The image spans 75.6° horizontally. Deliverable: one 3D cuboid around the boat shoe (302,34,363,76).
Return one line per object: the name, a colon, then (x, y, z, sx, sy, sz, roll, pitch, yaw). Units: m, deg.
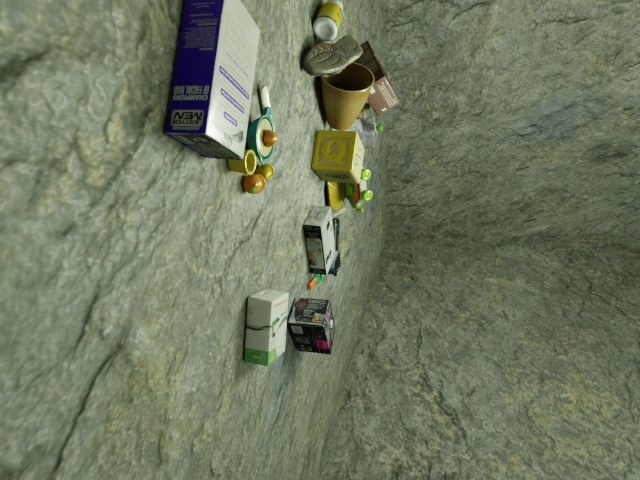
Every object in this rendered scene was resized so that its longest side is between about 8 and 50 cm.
boat shoe: (0.044, -0.737, 1.715, 0.355, 0.132, 0.130, -38, 180, -40)

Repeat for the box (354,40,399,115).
box: (0.271, -0.853, 2.159, 0.191, 0.143, 0.381, 42, 30, -46)

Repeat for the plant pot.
plant pot: (0.103, -0.642, 1.890, 0.254, 0.237, 0.237, 101, 7, -52)

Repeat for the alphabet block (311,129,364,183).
alphabet block: (0.085, -0.384, 1.911, 0.197, 0.193, 0.192, 34, 62, -72)

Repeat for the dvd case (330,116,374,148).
dvd case: (0.165, -0.536, 2.099, 0.018, 0.221, 0.164, -98, -179, -52)

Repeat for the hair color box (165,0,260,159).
hair color box: (-0.240, -0.377, 0.953, 0.185, 0.110, 0.339, 22, 72, -74)

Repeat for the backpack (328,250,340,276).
backpack: (0.059, 0.113, 2.185, 0.105, 0.084, 0.114, -66, 161, -48)

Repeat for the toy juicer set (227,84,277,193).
toy juicer set: (-0.165, -0.288, 1.269, 0.209, 0.089, 0.329, 71, 29, -55)

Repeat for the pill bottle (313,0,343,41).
pill bottle: (0.038, -0.924, 1.717, 0.103, 0.103, 0.184, 72, 29, -54)

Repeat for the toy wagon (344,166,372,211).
toy wagon: (0.165, -0.291, 2.144, 0.068, 0.267, 0.344, -25, 127, -20)

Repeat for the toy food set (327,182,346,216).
toy food set: (0.066, -0.236, 2.143, 0.128, 0.071, 0.218, -35, 131, -38)

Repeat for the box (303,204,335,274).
box: (0.000, 0.000, 1.940, 0.169, 0.087, 0.290, -64, 155, -49)

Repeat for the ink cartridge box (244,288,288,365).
ink cartridge box: (-0.182, 0.290, 1.407, 0.160, 0.092, 0.219, -16, 112, -73)

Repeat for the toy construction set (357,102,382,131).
toy construction set: (0.204, -0.656, 2.142, 0.309, 0.237, 0.257, 59, 40, -63)

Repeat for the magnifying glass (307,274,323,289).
magnifying glass: (-0.021, 0.185, 2.054, 0.231, 0.026, 0.092, -49, 142, -66)

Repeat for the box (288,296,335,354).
box: (-0.033, 0.377, 1.826, 0.247, 0.163, 0.142, 79, 20, -46)

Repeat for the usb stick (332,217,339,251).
usb stick: (0.077, 0.016, 2.288, 0.077, 0.045, 0.278, -29, 124, -62)
